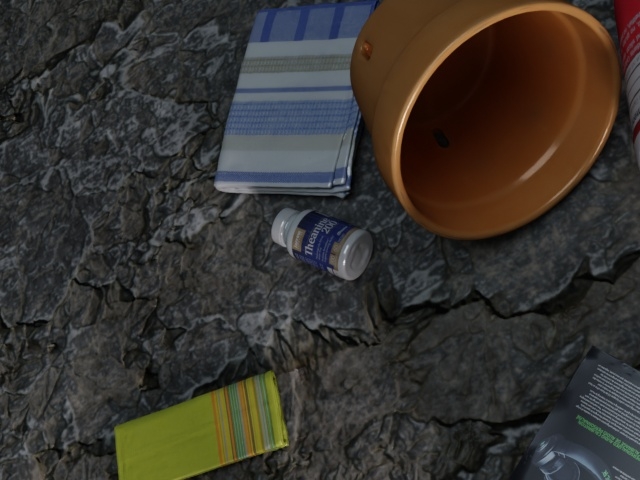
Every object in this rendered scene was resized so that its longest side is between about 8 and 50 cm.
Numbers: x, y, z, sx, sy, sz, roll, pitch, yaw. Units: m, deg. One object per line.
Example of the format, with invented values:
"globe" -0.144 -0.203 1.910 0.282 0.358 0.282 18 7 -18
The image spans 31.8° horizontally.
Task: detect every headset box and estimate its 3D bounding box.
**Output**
"headset box" 0.262 0.276 1.074 0.131 0.246 0.283 31 85 31

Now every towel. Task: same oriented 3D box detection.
"towel" -0.026 -0.191 1.514 0.209 0.034 0.284 2 70 28
"towel" -0.153 0.246 1.414 0.237 0.021 0.102 -21 58 17

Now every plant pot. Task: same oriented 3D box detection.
"plant pot" 0.167 -0.174 1.293 0.291 0.291 0.203 -43 42 5

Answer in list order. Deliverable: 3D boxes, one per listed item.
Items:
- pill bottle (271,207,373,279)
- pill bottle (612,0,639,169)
"pill bottle" 0.000 0.000 1.407 0.120 0.067 0.067 22 81 30
"pill bottle" 0.436 -0.181 1.179 0.229 0.229 0.407 -11 67 21
